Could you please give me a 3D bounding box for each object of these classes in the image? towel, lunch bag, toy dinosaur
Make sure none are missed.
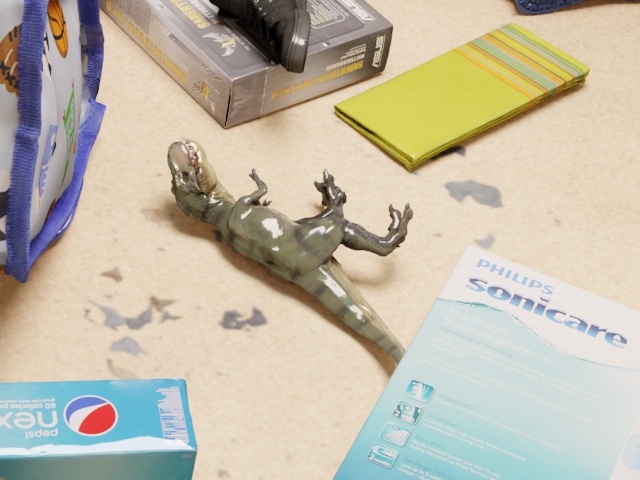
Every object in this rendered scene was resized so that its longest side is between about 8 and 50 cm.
[{"bbox_3d":[0.129,-0.132,1.630,0.237,0.021,0.102,-28,50,-36],"label":"towel"},{"bbox_3d":[-0.330,-0.111,1.316,0.328,0.239,0.385,8,14,-3],"label":"lunch bag"},{"bbox_3d":[0.000,0.000,1.420,0.268,0.064,0.118,37,53,22],"label":"toy dinosaur"}]

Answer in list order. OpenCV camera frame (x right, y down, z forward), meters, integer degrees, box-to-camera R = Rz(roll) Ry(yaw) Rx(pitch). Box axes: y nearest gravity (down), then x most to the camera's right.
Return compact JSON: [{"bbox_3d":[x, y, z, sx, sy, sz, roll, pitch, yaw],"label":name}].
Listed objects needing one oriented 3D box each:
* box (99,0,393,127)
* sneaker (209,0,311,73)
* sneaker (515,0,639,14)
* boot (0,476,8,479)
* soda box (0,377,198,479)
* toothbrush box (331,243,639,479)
[{"bbox_3d":[-0.076,-0.210,1.633,0.183,0.056,0.231,-24,53,-33],"label":"box"},{"bbox_3d":[-0.056,-0.199,1.549,0.089,0.051,0.170,6,38,-7],"label":"sneaker"},{"bbox_3d":[0.276,-0.285,1.789,0.232,0.081,0.090,-10,53,-22],"label":"sneaker"},{"bbox_3d":[-0.343,0.250,0.998,0.377,0.138,0.284,7,41,-15],"label":"boot"},{"bbox_3d":[-0.191,0.140,1.201,0.210,0.071,0.067,0,43,-14],"label":"soda box"},{"bbox_3d":[0.137,0.164,1.217,0.216,0.126,0.295,21,42,11],"label":"toothbrush box"}]
